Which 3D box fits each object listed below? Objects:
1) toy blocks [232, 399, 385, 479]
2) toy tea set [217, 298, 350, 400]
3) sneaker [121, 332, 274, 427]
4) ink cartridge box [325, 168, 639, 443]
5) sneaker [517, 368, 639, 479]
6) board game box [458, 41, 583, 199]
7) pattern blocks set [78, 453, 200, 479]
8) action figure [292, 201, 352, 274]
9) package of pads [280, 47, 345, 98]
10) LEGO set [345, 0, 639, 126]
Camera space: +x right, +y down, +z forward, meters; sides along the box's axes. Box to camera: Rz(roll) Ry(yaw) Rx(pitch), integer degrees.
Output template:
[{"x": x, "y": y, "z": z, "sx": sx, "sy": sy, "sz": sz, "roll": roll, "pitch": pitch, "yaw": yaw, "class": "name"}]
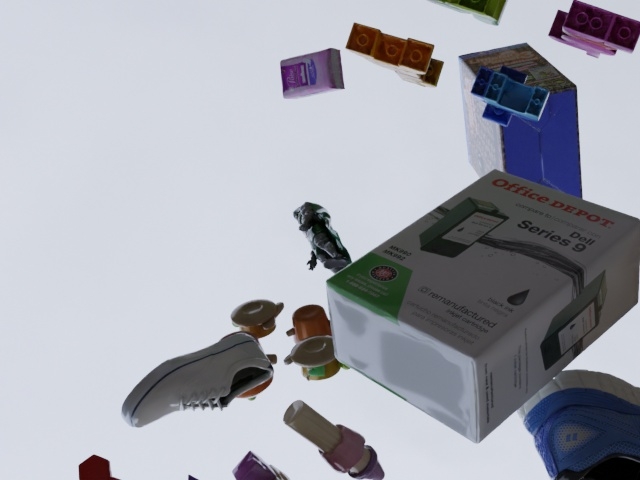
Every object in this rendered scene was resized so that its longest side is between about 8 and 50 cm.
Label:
[{"x": -0.003, "y": 0.439, "z": 1.384, "sx": 0.260, "sy": 0.309, "sz": 0.288, "roll": 40, "pitch": -175, "yaw": -25, "class": "toy blocks"}, {"x": -0.027, "y": 0.202, "z": 1.744, "sx": 0.336, "sy": 0.124, "sz": 0.200, "roll": 2, "pitch": -150, "yaw": 26, "class": "toy tea set"}, {"x": -0.185, "y": 0.227, "z": 1.578, "sx": 0.258, "sy": 0.094, "sz": 0.091, "roll": -27, "pitch": -131, "yaw": -31, "class": "sneaker"}, {"x": 0.181, "y": 0.055, "z": 1.100, "sx": 0.289, "sy": 0.122, "sz": 0.211, "roll": -33, "pitch": -140, "yaw": -32, "class": "ink cartridge box"}, {"x": 0.377, "y": 0.239, "z": 1.100, "sx": 0.330, "sy": 0.130, "sz": 0.147, "roll": 5, "pitch": -129, "yaw": -14, "class": "sneaker"}, {"x": 0.367, "y": -0.209, "z": 1.876, "sx": 0.141, "sy": 0.232, "sz": 0.291, "roll": -11, "pitch": -154, "yaw": -2, "class": "board game box"}, {"x": -0.207, "y": 0.436, "z": 1.203, "sx": 0.285, "sy": 0.026, "sz": 0.325, "roll": 13, "pitch": -119, "yaw": 0, "class": "pattern blocks set"}, {"x": 0.000, "y": 0.000, "z": 1.599, "sx": 0.063, "sy": 0.137, "sz": 0.232, "roll": -18, "pitch": -151, "yaw": -8, "class": "action figure"}, {"x": -0.010, "y": -0.201, "z": 1.217, "sx": 0.032, "sy": 0.083, "sz": 0.050, "roll": -7, "pitch": -88, "yaw": -49, "class": "package of pads"}, {"x": 0.093, "y": -0.137, "z": 0.700, "sx": 0.227, "sy": 0.087, "sz": 0.093, "roll": 22, "pitch": -175, "yaw": 11, "class": "LEGO set"}]
